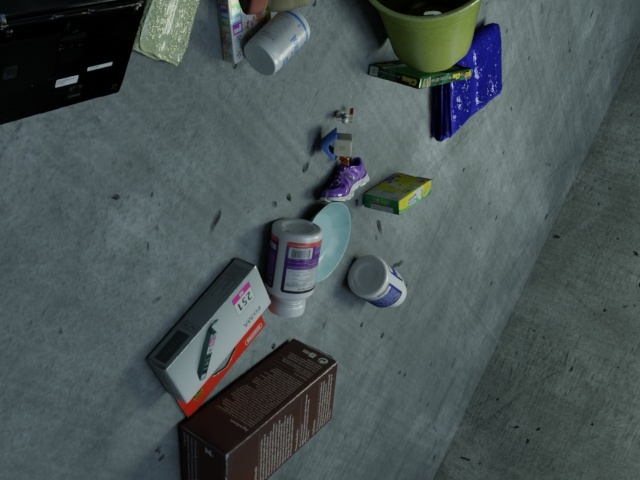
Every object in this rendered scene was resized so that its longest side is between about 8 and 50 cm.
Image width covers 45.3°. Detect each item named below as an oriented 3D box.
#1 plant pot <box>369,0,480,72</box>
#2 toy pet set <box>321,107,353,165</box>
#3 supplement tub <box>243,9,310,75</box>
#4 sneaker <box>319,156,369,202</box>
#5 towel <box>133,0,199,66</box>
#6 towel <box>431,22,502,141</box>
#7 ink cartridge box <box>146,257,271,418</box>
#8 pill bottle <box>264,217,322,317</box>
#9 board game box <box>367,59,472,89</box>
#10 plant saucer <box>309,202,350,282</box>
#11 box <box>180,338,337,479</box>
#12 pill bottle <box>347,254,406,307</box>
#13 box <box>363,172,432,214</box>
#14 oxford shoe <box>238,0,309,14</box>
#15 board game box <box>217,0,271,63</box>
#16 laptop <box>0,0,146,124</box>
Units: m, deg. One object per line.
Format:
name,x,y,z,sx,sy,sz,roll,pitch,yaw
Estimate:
plant pot,0.228,-0.495,1.601,0.276,0.276,0.254,-60,160,-14
toy pet set,0.034,-0.215,1.662,0.114,0.065,0.122,-87,-179,-58
supplement tub,-0.073,-0.342,1.317,0.107,0.071,0.071,-52,146,-25
sneaker,0.047,-0.137,1.724,0.170,0.068,0.071,-46,129,-47
towel,-0.230,-0.346,1.162,0.110,0.027,0.148,3,106,-59
towel,0.406,-0.429,2.078,0.308,0.076,0.227,-44,143,-35
ink cartridge box,-0.200,0.209,1.539,0.275,0.060,0.239,-51,145,-27
pill bottle,-0.060,0.060,1.616,0.108,0.108,0.193,-21,127,-52
board game box,0.234,-0.390,1.770,0.260,0.136,0.030,-23,131,-50
plant saucer,0.000,0.000,1.744,0.195,0.037,0.195,-37,138,-43
box,-0.129,0.402,1.698,0.381,0.143,0.191,-34,138,-47
pill bottle,0.155,0.114,1.992,0.112,0.112,0.187,-64,149,-6
box,0.199,-0.122,1.915,0.179,0.105,0.043,-34,130,-43
oxford shoe,-0.041,-0.495,1.128,0.130,0.123,0.348,-7,145,-21
board game box,-0.127,-0.390,1.297,0.103,0.026,0.154,-39,139,-39
laptop,-0.360,-0.307,0.994,0.234,0.136,0.264,-31,159,-46
